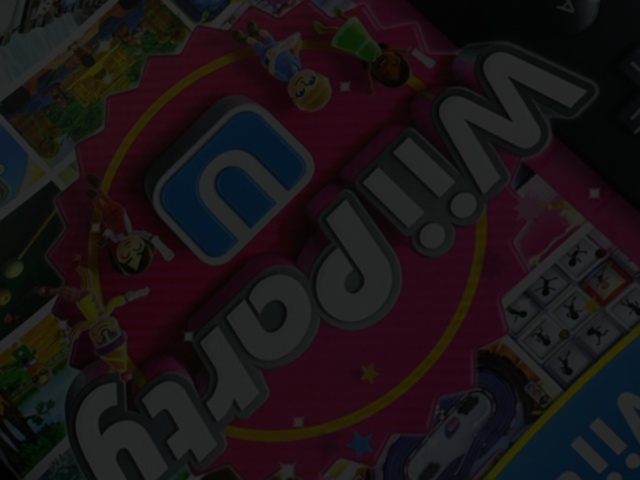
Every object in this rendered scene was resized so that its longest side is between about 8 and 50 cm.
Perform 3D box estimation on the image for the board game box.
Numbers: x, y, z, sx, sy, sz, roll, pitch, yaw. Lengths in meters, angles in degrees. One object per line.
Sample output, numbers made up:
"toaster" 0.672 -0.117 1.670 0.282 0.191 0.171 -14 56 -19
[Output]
"board game box" -0.005 -0.026 0.472 0.303 0.224 0.097 45 0 22
